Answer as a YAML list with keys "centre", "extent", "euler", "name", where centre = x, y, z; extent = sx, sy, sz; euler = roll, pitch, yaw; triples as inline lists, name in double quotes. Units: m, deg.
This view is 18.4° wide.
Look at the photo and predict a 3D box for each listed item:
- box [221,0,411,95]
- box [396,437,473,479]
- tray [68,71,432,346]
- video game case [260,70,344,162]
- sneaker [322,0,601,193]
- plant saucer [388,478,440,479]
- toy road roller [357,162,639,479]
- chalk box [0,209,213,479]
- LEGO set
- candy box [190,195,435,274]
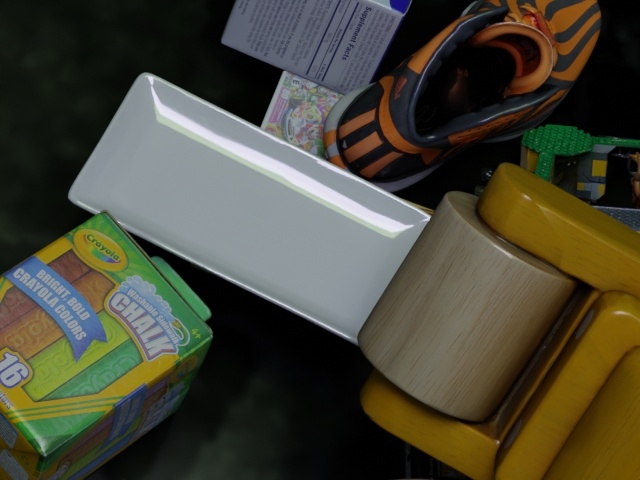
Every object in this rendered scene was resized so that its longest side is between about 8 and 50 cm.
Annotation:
- centre: [0.001, -0.204, 1.691]
  extent: [0.137, 0.126, 0.072]
  euler: [23, 54, -4]
  name: "box"
- centre: [0.169, 0.262, 1.501]
  extent: [0.216, 0.060, 0.270]
  euler: [9, 58, -12]
  name: "box"
- centre: [-0.052, -0.018, 1.556]
  extent: [0.270, 0.030, 0.145]
  euler: [27, 54, 0]
  name: "tray"
- centre: [0.011, -0.089, 1.693]
  extent: [0.122, 0.011, 0.087]
  euler: [23, 56, -4]
  name: "video game case"
- centre: [0.162, -0.146, 1.657]
  extent: [0.321, 0.180, 0.125]
  euler: [-38, 96, -33]
  name: "sneaker"
- centre: [0.058, 0.301, 1.392]
  extent: [0.277, 0.041, 0.278]
  euler: [-7, 58, 11]
  name: "plant saucer"
- centre: [0.194, 0.117, 1.369]
  extent: [0.329, 0.202, 0.240]
  euler: [30, 16, -3]
  name: "toy road roller"
- centre: [-0.172, 0.080, 1.459]
  extent: [0.213, 0.132, 0.132]
  euler: [-37, 76, -31]
  name: "chalk box"
- centre: [0.286, 0.042, 1.597]
  extent: [0.331, 0.192, 0.255]
  euler: [2, 26, 3]
  name: "LEGO set"
- centre: [0.000, 0.000, 1.612]
  extent: [0.186, 0.053, 0.109]
  euler: [21, 55, -6]
  name: "candy box"
